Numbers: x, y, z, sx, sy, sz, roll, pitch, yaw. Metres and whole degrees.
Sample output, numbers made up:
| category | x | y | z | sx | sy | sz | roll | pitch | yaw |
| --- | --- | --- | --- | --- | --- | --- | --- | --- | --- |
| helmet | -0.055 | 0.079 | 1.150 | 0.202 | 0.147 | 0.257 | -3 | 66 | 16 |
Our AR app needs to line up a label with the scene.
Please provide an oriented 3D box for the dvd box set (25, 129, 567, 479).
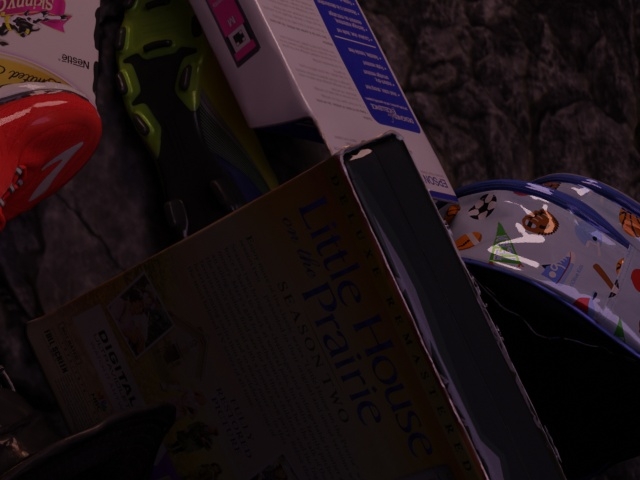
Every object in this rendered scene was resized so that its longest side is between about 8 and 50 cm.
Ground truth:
| category | x | y | z | sx | sy | sz | roll | pitch | yaw |
| --- | --- | --- | --- | --- | --- | --- | --- | --- | --- |
| dvd box set | -0.026 | 0.133 | 1.281 | 0.062 | 0.420 | 0.308 | -25 | 88 | -40 |

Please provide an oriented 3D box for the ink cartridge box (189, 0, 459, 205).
| category | x | y | z | sx | sy | sz | roll | pitch | yaw |
| --- | --- | --- | --- | --- | --- | --- | --- | --- | --- |
| ink cartridge box | -0.026 | -0.179 | 1.535 | 0.175 | 0.069 | 0.371 | 8 | 49 | -55 |

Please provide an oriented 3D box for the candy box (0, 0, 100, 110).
| category | x | y | z | sx | sy | sz | roll | pitch | yaw |
| --- | --- | --- | --- | --- | --- | --- | --- | --- | --- |
| candy box | -0.254 | -0.211 | 1.463 | 0.159 | 0.071 | 0.233 | 12 | 67 | -34 |

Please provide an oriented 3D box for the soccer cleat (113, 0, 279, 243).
| category | x | y | z | sx | sy | sz | roll | pitch | yaw |
| --- | --- | --- | --- | --- | --- | --- | --- | --- | --- |
| soccer cleat | -0.095 | -0.090 | 1.545 | 0.121 | 0.093 | 0.289 | 19 | 53 | -65 |

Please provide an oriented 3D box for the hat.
| category | x | y | z | sx | sy | sz | roll | pitch | yaw |
| --- | --- | --- | --- | --- | --- | --- | --- | --- | --- |
| hat | -0.250 | 0.185 | 1.207 | 0.134 | 0.331 | 0.331 | 44 | 50 | 12 |

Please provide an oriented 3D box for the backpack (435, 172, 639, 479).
| category | x | y | z | sx | sy | sz | roll | pitch | yaw |
| --- | --- | --- | --- | --- | --- | --- | --- | --- | --- |
| backpack | 0.190 | 0.064 | 1.583 | 0.263 | 0.276 | 0.213 | 32 | 52 | -16 |

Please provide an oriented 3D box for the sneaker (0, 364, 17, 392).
| category | x | y | z | sx | sy | sz | roll | pitch | yaw |
| --- | --- | --- | --- | --- | --- | --- | --- | --- | --- |
| sneaker | -0.248 | 0.135 | 1.326 | 0.225 | 0.092 | 0.088 | 44 | 52 | -17 |

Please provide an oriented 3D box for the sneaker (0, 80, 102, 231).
| category | x | y | z | sx | sy | sz | roll | pitch | yaw |
| --- | --- | --- | --- | --- | --- | --- | --- | --- | --- |
| sneaker | -0.256 | -0.020 | 1.346 | 0.279 | 0.118 | 0.107 | -33 | 134 | -33 |
